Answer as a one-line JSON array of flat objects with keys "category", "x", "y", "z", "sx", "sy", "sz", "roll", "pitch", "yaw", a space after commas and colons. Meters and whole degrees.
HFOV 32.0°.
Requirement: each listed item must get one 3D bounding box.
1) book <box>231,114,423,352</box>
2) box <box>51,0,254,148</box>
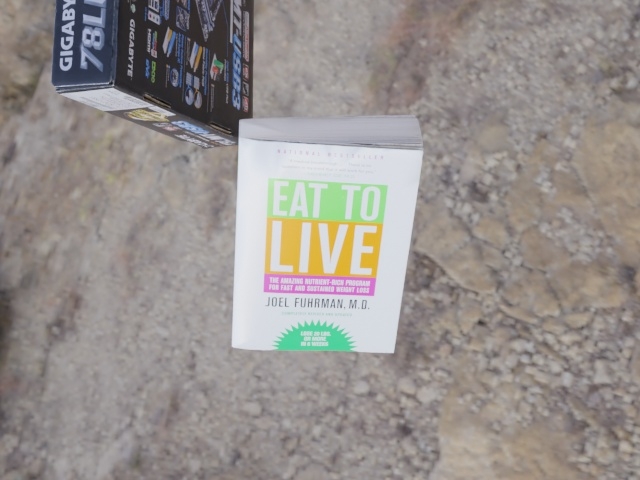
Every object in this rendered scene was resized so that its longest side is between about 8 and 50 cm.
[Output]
[{"category": "book", "x": 0.000, "y": 0.000, "z": 0.617, "sx": 0.035, "sy": 0.096, "sz": 0.144, "roll": -95, "pitch": 7, "yaw": -52}, {"category": "box", "x": -0.152, "y": -0.260, "z": 1.112, "sx": 0.073, "sy": 0.293, "sz": 0.296, "roll": -1, "pitch": 85, "yaw": 19}]
